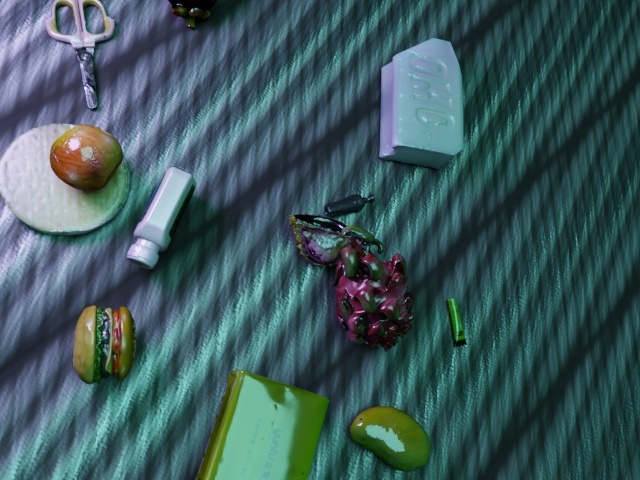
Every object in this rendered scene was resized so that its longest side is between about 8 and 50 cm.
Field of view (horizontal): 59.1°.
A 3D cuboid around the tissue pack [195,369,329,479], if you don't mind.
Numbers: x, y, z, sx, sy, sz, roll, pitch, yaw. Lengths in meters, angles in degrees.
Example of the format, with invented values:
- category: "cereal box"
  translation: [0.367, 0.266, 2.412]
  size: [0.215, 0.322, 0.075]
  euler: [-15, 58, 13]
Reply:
- category: "tissue pack"
  translation: [-0.126, 0.426, 1.148]
  size: [0.201, 0.167, 0.274]
  euler: [21, 70, -12]

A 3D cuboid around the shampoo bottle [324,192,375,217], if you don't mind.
- category: "shampoo bottle"
  translation: [0.076, -0.091, 1.438]
  size: [0.137, 0.027, 0.048]
  euler: [-17, 83, -22]

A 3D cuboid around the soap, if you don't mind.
- category: "soap"
  translation: [0.276, -0.379, 1.539]
  size: [0.208, 0.115, 0.346]
  euler: [8, 72, -17]

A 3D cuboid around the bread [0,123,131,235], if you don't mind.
- category: "bread"
  translation: [-0.554, -0.133, 1.232]
  size: [0.267, 0.040, 0.266]
  euler: [5, 74, -18]

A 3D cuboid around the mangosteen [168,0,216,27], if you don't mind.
- category: "mangosteen"
  translation: [-0.323, -0.610, 1.410]
  size: [0.137, 0.137, 0.151]
  euler: [1, 109, -18]

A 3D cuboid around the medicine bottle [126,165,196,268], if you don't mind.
- category: "medicine bottle"
  translation: [-0.349, -0.046, 1.235]
  size: [0.078, 0.115, 0.219]
  euler: [25, 69, -12]

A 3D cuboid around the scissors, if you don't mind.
- category: "scissors"
  translation: [-0.556, -0.456, 1.332]
  size: [0.160, 0.024, 0.317]
  euler: [-9, 78, -21]

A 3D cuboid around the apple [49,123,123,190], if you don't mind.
- category: "apple"
  translation: [-0.487, -0.173, 1.167]
  size: [0.147, 0.146, 0.146]
  euler: [5, 73, -17]

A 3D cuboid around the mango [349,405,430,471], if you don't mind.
- category: "mango"
  translation: [0.166, 0.444, 1.285]
  size: [0.191, 0.085, 0.122]
  euler: [38, 70, -6]

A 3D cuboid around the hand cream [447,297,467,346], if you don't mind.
- category: "hand cream"
  translation: [0.348, 0.209, 1.447]
  size: [0.036, 0.023, 0.121]
  euler: [-6, 81, -23]

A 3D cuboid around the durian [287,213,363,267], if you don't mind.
- category: "durian"
  translation: [-0.001, 0.004, 1.364]
  size: [0.187, 0.119, 0.108]
  euler: [16, 108, -10]

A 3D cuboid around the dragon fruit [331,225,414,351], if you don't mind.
- category: "dragon fruit"
  translation: [0.120, 0.116, 1.272]
  size: [0.198, 0.272, 0.218]
  euler: [28, 58, 29]

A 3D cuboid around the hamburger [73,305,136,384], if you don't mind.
- category: "hamburger"
  translation: [-0.428, 0.206, 1.121]
  size: [0.115, 0.162, 0.161]
  euler: [4, 74, -23]
